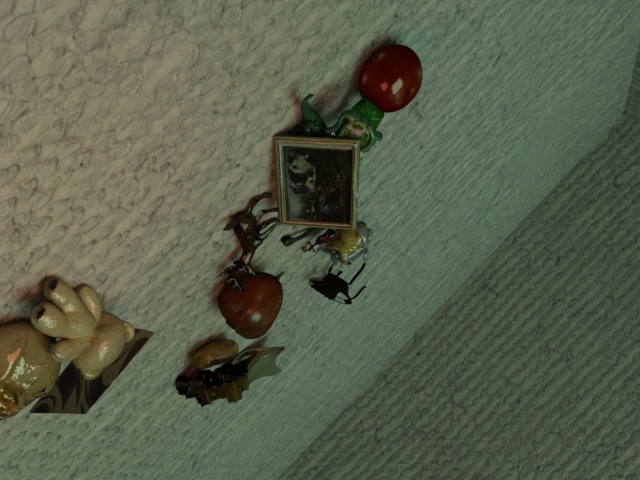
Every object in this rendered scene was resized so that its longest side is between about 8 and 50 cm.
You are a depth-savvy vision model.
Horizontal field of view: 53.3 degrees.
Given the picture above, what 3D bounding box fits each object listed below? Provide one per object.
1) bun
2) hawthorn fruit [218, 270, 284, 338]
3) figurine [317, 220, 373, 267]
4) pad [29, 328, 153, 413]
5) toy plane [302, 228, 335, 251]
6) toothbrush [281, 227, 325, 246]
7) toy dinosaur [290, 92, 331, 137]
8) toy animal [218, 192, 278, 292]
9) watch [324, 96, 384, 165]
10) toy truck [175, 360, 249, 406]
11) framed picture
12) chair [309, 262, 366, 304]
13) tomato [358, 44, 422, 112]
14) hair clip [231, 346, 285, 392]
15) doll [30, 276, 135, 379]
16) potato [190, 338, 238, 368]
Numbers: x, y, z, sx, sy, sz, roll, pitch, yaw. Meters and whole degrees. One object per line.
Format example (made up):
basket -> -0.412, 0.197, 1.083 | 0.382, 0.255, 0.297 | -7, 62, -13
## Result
bun -> -0.722, 0.321, 1.456 | 0.287, 0.146, 0.287 | -37, 152, -24
hawthorn fruit -> -0.199, 0.179, 1.993 | 0.251, 0.199, 0.199 | -49, 156, -24
figurine -> 0.101, 0.013, 2.248 | 0.208, 0.128, 0.184 | -30, 146, -22
pad -> -0.636, 0.368, 1.792 | 0.330, 0.004, 0.220 | -50, 153, 5
toy plane -> 0.000, 0.000, 2.145 | 0.145, 0.037, 0.060 | -36, 166, 20
toothbrush -> -0.015, -0.038, 2.115 | 0.297, 0.030, 0.030 | -23, 141, -40
toy dinosaur -> -0.032, -0.288, 1.710 | 0.120, 0.079, 0.292 | -52, 155, -3
toy animal -> -0.215, 0.003, 1.850 | 0.260, 0.087, 0.243 | -41, 139, -16
watch -> 0.087, -0.305, 1.725 | 0.165, 0.131, 0.152 | -44, -160, 32
toy truck -> -0.356, 0.483, 2.123 | 0.257, 0.127, 0.127 | -15, 177, 34
framed picture -> -0.010, -0.150, 1.745 | 0.019, 0.232, 0.296 | -80, 172, -52
chair -> 0.065, 0.163, 2.351 | 0.213, 0.174, 0.149 | -43, 150, -32
tomato -> 0.199, -0.445, 1.762 | 0.195, 0.136, 0.195 | -34, 149, -24
hair clip -> -0.274, 0.489, 2.374 | 0.282, 0.113, 0.172 | -34, 151, -34
doll -> -0.584, 0.199, 1.517 | 0.175, 0.149, 0.278 | -49, 141, -19
potato -> -0.351, 0.378, 2.121 | 0.170, 0.080, 0.107 | -10, 179, -33
